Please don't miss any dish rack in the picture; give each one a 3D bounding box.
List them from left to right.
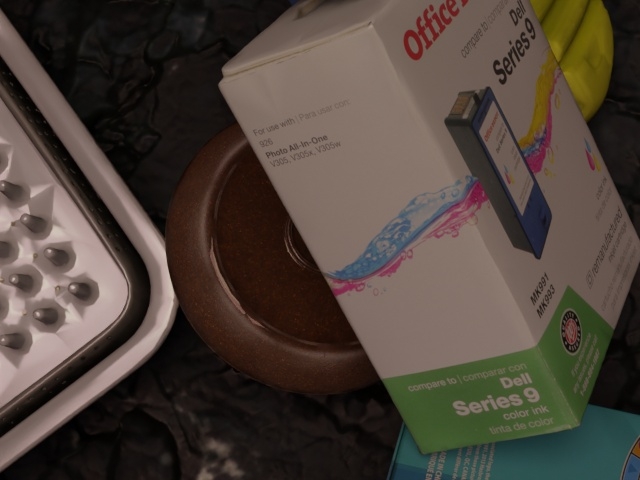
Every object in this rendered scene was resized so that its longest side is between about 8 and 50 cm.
[{"bbox_3d":[-0.263,-0.004,0.731,0.286,0.072,0.332,-37,78,0],"label":"dish rack"}]

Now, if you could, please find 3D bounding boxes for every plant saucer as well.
[{"bbox_3d":[0.000,0.000,0.685,0.169,0.029,0.168,4,75,-15],"label":"plant saucer"}]

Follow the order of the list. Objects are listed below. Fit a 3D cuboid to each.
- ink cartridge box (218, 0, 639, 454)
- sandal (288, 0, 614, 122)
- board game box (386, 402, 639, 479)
[{"bbox_3d":[0.063,-0.030,0.599,0.093,0.154,0.212,-17,112,35],"label":"ink cartridge box"},{"bbox_3d":[0.032,-0.172,0.709,0.317,0.126,0.138,46,126,5],"label":"sandal"},{"bbox_3d":[0.180,0.203,0.563,0.336,0.079,0.253,12,40,9],"label":"board game box"}]
